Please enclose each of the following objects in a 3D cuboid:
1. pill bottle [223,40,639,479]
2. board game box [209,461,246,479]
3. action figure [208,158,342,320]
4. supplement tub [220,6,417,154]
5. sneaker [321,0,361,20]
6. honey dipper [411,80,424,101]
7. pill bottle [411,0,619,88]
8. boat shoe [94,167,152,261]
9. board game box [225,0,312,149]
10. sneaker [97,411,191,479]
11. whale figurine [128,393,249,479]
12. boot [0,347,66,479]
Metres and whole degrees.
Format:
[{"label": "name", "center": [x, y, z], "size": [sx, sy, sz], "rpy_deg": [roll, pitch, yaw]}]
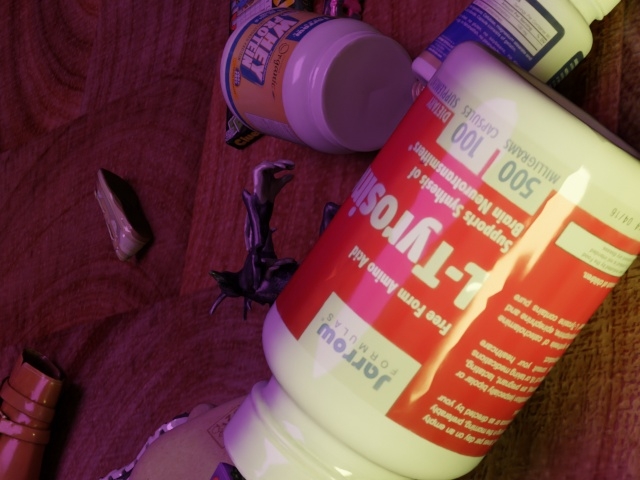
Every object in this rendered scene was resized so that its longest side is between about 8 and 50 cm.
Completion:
[{"label": "pill bottle", "center": [0.097, 0.054, 1.360], "size": [0.408, 0.229, 0.229], "rpy_deg": [-55, 37, 11]}, {"label": "board game box", "center": [0.030, 0.299, 1.275], "size": [0.056, 0.208, 0.347], "rpy_deg": [-65, 20, 8]}, {"label": "action figure", "center": [0.000, 0.000, 1.594], "size": [0.275, 0.164, 0.141], "rpy_deg": [-19, 59, 40]}, {"label": "supplement tub", "center": [-0.002, -0.171, 1.698], "size": [0.199, 0.144, 0.144], "rpy_deg": [21, 88, 55]}, {"label": "sneaker", "center": [0.025, -0.295, 1.825], "size": [0.057, 0.047, 0.119], "rpy_deg": [-13, 60, 62]}, {"label": "honey dipper", "center": [0.157, -0.160, 1.586], "size": [0.160, 0.030, 0.030], "rpy_deg": [-10, 64, 48]}, {"label": "pill bottle", "center": [0.186, -0.189, 1.476], "size": [0.186, 0.112, 0.112], "rpy_deg": [-45, 38, 2]}, {"label": "boat shoe", "center": [-0.262, -0.036, 2.041], "size": [0.048, 0.056, 0.153], "rpy_deg": [-48, 46, 17]}, {"label": "board game box", "center": [-0.062, -0.249, 1.920], "size": [0.136, 0.030, 0.260], "rpy_deg": [-28, 51, 39]}, {"label": "sneaker", "center": [-0.197, 0.297, 1.752], "size": [0.234, 0.078, 0.106], "rpy_deg": [-45, 39, 25]}, {"label": "whale figurine", "center": [-0.065, 0.236, 1.599], "size": [0.272, 0.141, 0.216], "rpy_deg": [-43, 36, -8]}, {"label": "boot", "center": [-0.370, 0.274, 1.986], "size": [0.220, 0.109, 0.283], "rpy_deg": [-59, 29, 5]}]
